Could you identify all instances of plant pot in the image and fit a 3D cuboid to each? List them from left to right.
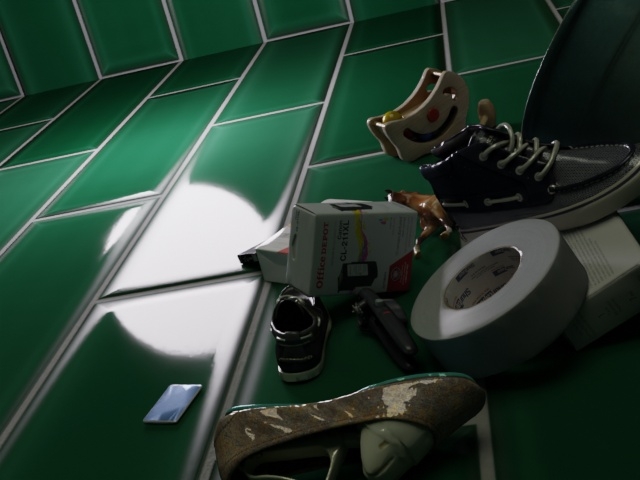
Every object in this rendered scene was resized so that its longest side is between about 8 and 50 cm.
[{"bbox_3d":[0.523,-0.210,1.337,0.334,0.341,0.341,32,44,21],"label":"plant pot"}]

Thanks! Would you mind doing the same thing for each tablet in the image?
[{"bbox_3d":[-0.201,0.223,1.257,0.054,0.006,0.083,-4,26,23],"label":"tablet"}]

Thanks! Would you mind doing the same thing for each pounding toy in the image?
[{"bbox_3d":[0.247,-0.264,1.899,0.269,0.154,0.155,-24,25,-20],"label":"pounding toy"}]

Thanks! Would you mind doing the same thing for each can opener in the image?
[{"bbox_3d":[0.093,0.116,1.255,0.073,0.059,0.186,-17,23,-7],"label":"can opener"}]

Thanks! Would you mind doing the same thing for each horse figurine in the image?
[{"bbox_3d":[0.243,-0.050,1.535,0.263,0.066,0.174,-14,29,8],"label":"horse figurine"}]

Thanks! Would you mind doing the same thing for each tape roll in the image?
[{"bbox_3d":[0.223,0.071,1.163,0.219,0.072,0.219,-36,19,14],"label":"tape roll"}]

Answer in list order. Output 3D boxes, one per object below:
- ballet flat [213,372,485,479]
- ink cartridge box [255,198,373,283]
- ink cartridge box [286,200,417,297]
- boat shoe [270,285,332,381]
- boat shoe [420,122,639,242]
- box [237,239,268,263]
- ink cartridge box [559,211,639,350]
[{"bbox_3d":[0.031,0.228,1.019,0.316,0.107,0.106,-14,43,16],"label":"ballet flat"},{"bbox_3d":[0.000,0.000,1.562,0.115,0.067,0.198,7,33,41],"label":"ink cartridge box"},{"bbox_3d":[0.046,0.012,1.363,0.175,0.127,0.072,-3,16,-28],"label":"ink cartridge box"},{"bbox_3d":[-0.031,0.111,1.321,0.084,0.079,0.233,-15,22,5],"label":"boat shoe"},{"bbox_3d":[0.291,-0.101,1.294,0.340,0.158,0.127,-20,28,46],"label":"boat shoe"},{"bbox_3d":[-0.100,0.018,1.614,0.067,0.018,0.083,-28,10,-27],"label":"box"},{"bbox_3d":[0.307,0.053,1.264,0.261,0.066,0.296,-35,18,17],"label":"ink cartridge box"}]
